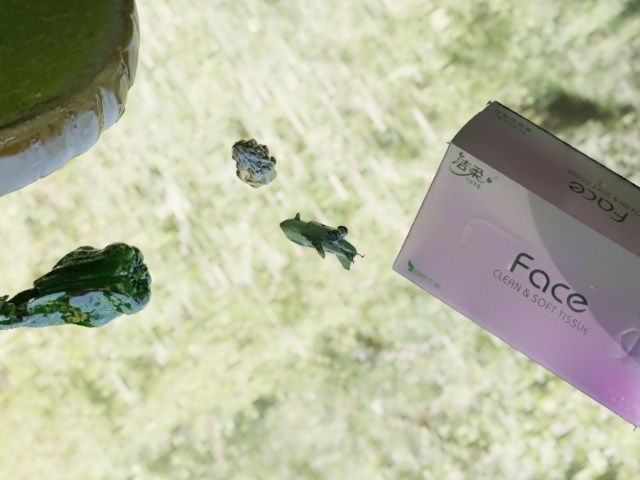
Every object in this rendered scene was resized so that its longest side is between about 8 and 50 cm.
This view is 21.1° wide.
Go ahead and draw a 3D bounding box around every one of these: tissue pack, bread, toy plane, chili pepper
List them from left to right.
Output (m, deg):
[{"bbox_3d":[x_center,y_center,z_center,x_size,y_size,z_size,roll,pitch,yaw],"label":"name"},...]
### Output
[{"bbox_3d":[-0.239,-0.142,1.203,0.236,0.236,0.070,-33,160,-20],"label":"bread"},{"bbox_3d":[-0.303,0.063,1.934,0.253,0.083,0.099,-14,156,18],"label":"chili pepper"},{"bbox_3d":[0.001,-0.003,1.581,0.033,0.083,0.080,-66,171,15],"label":"toy plane"},{"bbox_3d":[0.197,0.021,1.366,0.092,0.246,0.148,-44,161,-48],"label":"tissue pack"}]

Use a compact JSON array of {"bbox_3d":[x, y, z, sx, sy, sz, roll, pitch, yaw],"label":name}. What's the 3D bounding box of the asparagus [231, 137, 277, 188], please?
[{"bbox_3d":[-0.048,-0.055,1.254,0.027,0.034,0.236,-52,-179,-1],"label":"asparagus"}]
